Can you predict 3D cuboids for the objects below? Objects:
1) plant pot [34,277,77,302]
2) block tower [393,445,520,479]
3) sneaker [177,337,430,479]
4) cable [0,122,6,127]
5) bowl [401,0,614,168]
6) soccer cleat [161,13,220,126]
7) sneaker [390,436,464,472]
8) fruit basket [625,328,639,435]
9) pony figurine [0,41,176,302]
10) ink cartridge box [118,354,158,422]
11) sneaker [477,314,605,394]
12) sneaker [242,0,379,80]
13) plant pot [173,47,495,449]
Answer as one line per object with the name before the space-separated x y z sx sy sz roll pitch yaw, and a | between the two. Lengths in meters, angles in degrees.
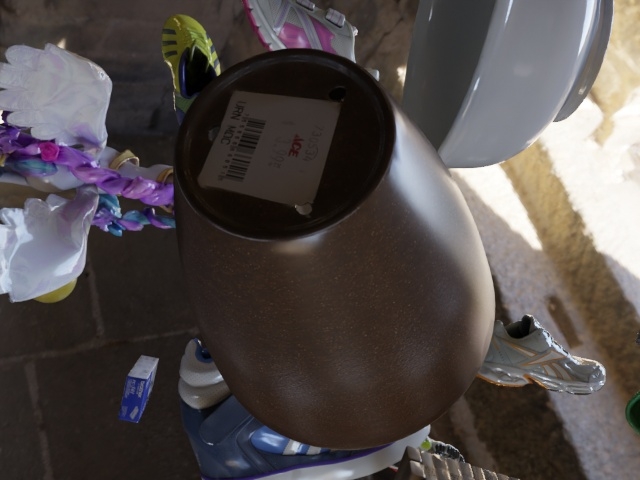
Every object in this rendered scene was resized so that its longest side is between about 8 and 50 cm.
plant pot | -0.663 0.084 1.726 0.134 0.095 0.134 0 87 -5
block tower | 0.252 0.355 0.873 0.335 0.097 0.091 16 17 -4
sneaker | -0.021 0.183 0.935 0.323 0.130 0.236 -12 99 -13
cable | -0.794 -0.344 1.745 0.150 0.047 0.184 -13 95 -27
bowl | 0.178 -0.192 0.679 0.134 0.298 0.298 11 58 -7
soccer cleat | -0.202 -0.290 1.174 0.093 0.121 0.289 -5 54 -16
sneaker | 0.171 0.405 1.371 0.279 0.118 0.107 44 70 -25
fruit basket | 0.404 0.166 0.588 0.165 0.353 0.327 -40 64 -3
pony figurine | -0.346 -0.103 0.967 0.351 0.363 0.303 -6 111 -60
ink cartridge box | -0.404 0.327 1.610 0.046 0.207 0.097 12 92 -6
sneaker | 0.386 0.194 1.251 0.262 0.099 0.121 9 92 -18
sneaker | -0.015 -0.272 0.962 0.111 0.103 0.252 -37 110 3
plant pot | 0.000 0.000 0.438 0.215 0.230 0.215 -4 65 9
